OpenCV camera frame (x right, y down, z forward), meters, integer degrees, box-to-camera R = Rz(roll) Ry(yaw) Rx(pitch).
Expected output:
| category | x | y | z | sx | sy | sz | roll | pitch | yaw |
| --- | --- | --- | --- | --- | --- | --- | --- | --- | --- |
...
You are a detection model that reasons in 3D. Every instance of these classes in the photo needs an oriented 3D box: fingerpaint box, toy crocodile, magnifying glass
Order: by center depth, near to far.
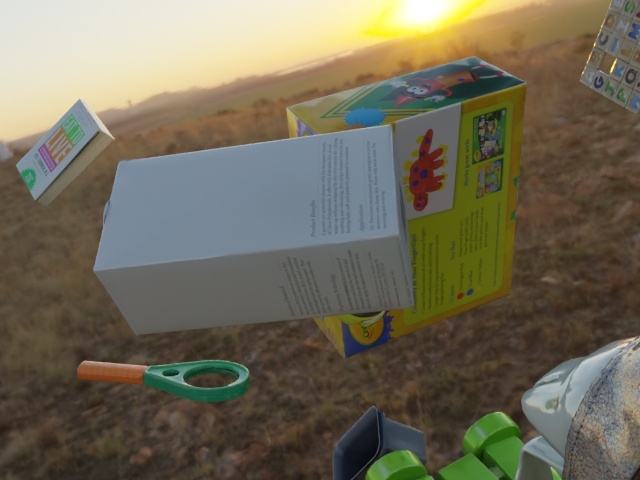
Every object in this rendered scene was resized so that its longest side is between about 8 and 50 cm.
| category | x | y | z | sx | sy | sz | roll | pitch | yaw |
| --- | --- | --- | --- | --- | --- | --- | --- | --- | --- |
| toy crocodile | 0.149 | 0.276 | 0.821 | 0.341 | 0.105 | 0.115 | -13 | 37 | -25 |
| magnifying glass | -0.208 | 0.180 | 1.039 | 0.231 | 0.026 | 0.092 | 2 | 15 | 8 |
| fingerpaint box | 0.154 | -0.058 | 1.390 | 0.371 | 0.444 | 0.163 | -19 | 37 | -18 |

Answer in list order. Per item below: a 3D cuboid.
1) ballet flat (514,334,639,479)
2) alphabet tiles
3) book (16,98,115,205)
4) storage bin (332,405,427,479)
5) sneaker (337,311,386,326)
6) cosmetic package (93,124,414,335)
| category | x | y | z | sx | sy | sz | roll | pitch | yaw |
| --- | --- | --- | --- | --- | --- | --- | --- | --- | --- |
| ballet flat | 0.161 | 0.135 | 0.448 | 0.108 | 0.315 | 0.106 | -21 | 42 | -29 |
| alphabet tiles | 0.617 | -0.394 | 1.548 | 0.009 | 0.237 | 0.198 | 4 | 28 | -22 |
| book | -0.386 | -0.133 | 1.172 | 0.144 | 0.035 | 0.096 | -45 | 55 | 6 |
| storage bin | 0.089 | 0.319 | 1.130 | 0.091 | 0.135 | 0.098 | 20 | 39 | -18 |
| sneaker | 0.000 | 0.000 | 1.169 | 0.111 | 0.300 | 0.121 | -47 | -2 | -18 |
| cosmetic package | -0.076 | -0.012 | 0.992 | 0.366 | 0.155 | 0.196 | -6 | 49 | 10 |
